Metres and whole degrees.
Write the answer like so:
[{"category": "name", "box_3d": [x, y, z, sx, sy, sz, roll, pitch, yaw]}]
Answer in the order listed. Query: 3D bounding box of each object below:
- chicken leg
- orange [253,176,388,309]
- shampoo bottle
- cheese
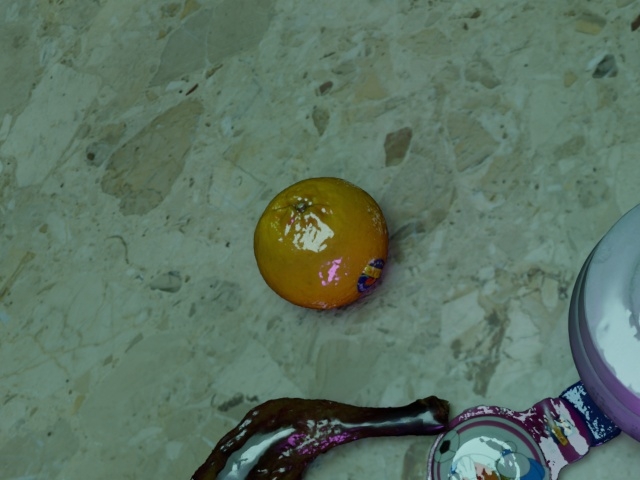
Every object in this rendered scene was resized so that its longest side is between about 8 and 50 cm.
[{"category": "chicken leg", "box_3d": [-0.035, 0.270, 1.074, 0.407, 0.096, 0.158, -30, 67, 7]}, {"category": "orange", "box_3d": [0.001, 0.003, 1.127, 0.178, 0.155, 0.177, -4, 81, 27]}, {"category": "shampoo bottle", "box_3d": [0.393, 0.085, 0.883, 0.273, 0.266, 0.272, -6, 70, 17]}, {"category": "cheese", "box_3d": [0.226, 0.249, 1.001, 0.244, 0.062, 0.155, -32, 61, 6]}]
